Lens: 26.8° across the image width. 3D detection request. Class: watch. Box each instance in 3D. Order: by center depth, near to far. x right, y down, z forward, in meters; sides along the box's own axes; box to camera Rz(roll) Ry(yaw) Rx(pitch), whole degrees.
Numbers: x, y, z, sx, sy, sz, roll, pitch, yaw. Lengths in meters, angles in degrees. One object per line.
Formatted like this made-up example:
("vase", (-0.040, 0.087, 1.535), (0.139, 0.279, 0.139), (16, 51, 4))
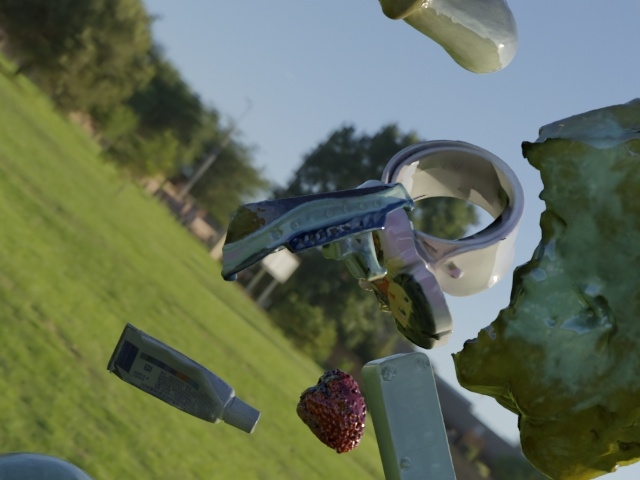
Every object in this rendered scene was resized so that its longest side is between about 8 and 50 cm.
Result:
("watch", (0.168, 0.002, 1.814), (0.244, 0.231, 0.196), (53, -27, 31))

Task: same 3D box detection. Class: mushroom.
("mushroom", (0.172, -0.331, 1.849), (0.328, 0.122, 0.159), (15, 38, -56))

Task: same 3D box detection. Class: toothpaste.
("toothpaste", (-0.233, 0.252, 2.326), (0.282, 0.099, 0.068), (29, -1, 3))

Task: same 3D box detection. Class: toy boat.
("toy boat", (0.000, 0.000, 1.623), (0.114, 0.262, 0.115), (178, -96, -68))

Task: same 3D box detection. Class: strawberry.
("strawberry", (0.018, 0.205, 1.594), (0.096, 0.083, 0.083), (68, -12, -14))

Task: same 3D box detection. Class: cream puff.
("cream puff", (0.287, 0.049, 1.105), (0.274, 0.323, 0.269), (34, 22, 36))

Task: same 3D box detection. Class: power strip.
("power strip", (0.145, 0.353, 1.910), (0.062, 0.091, 0.385), (-11, -89, 64))

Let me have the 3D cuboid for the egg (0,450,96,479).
("egg", (-0.304, 0.345, 1.293), (0.258, 0.258, 0.352), (38, -40, 17))
